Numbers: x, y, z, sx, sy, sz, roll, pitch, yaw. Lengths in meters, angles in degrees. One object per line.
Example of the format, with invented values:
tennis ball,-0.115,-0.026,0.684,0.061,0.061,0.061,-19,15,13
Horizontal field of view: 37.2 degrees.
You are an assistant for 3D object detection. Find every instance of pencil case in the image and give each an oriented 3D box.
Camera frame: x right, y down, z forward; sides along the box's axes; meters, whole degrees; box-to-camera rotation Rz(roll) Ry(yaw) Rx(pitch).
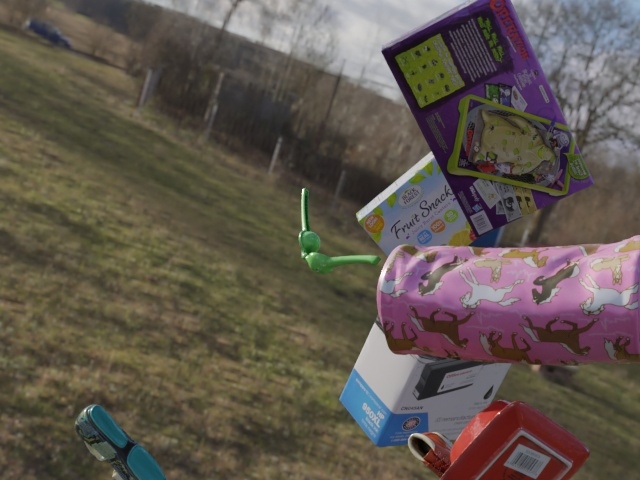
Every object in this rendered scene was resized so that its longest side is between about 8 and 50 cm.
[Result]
pencil case,0.263,0.080,1.288,0.386,0.160,0.167,-3,14,31

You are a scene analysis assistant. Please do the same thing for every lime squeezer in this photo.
lime squeezer,0.000,0.000,1.919,0.058,0.110,0.310,18,18,-37

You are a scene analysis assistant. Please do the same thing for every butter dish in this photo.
butter dish,0.240,0.274,1.251,0.160,0.160,0.118,35,12,-24

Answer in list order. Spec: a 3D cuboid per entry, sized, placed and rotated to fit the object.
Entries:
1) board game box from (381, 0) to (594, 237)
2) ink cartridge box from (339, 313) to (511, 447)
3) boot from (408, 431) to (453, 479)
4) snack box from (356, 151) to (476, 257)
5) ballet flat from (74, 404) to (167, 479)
board game box,0.263,-0.195,1.487,0.208,0.347,0.056,-24,19,17
ink cartridge box,0.255,0.223,1.991,0.285,0.395,0.166,3,30,-36
boot,0.206,0.372,1.552,0.158,0.059,0.084,42,10,39
snack box,0.200,-0.045,1.784,0.174,0.207,0.070,49,7,-12
ballet flat,-0.320,0.343,1.516,0.188,0.070,0.070,52,7,-4
